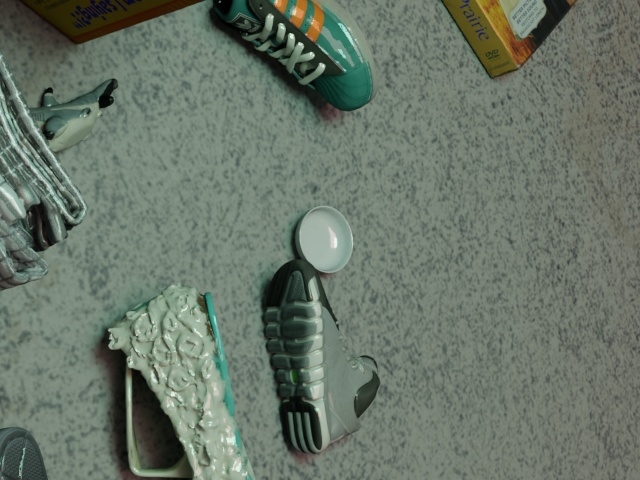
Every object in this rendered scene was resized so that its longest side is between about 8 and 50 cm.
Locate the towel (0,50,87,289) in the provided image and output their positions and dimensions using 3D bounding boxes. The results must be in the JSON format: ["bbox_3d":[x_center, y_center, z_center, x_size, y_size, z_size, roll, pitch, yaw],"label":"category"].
[{"bbox_3d":[-0.350,-0.086,1.046,0.121,0.235,0.284,-44,110,-41],"label":"towel"}]

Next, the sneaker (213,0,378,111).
[{"bbox_3d":[-0.056,-0.264,1.398,0.302,0.108,0.121,52,55,-9],"label":"sneaker"}]

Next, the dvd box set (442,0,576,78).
[{"bbox_3d":[0.230,-0.489,1.687,0.307,0.062,0.420,-48,112,-34],"label":"dvd box set"}]

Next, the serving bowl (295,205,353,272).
[{"bbox_3d":[0.000,0.000,1.439,0.083,0.027,0.083,7,78,-37],"label":"serving bowl"}]

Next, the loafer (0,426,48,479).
[{"bbox_3d":[-0.303,0.328,1.117,0.109,0.095,0.302,-11,94,-69],"label":"loafer"}]

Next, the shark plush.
[{"bbox_3d":[-0.271,-0.140,1.235,0.067,0.073,0.161,41,59,9],"label":"shark plush"}]

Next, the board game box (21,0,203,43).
[{"bbox_3d":[-0.212,-0.452,1.106,0.356,0.356,0.356,38,71,-28],"label":"board game box"}]

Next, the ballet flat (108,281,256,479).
[{"bbox_3d":[-0.130,0.251,1.249,0.147,0.147,0.409,-16,89,-39],"label":"ballet flat"}]

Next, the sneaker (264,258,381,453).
[{"bbox_3d":[0.010,0.129,1.399,0.132,0.086,0.229,-10,98,-44],"label":"sneaker"}]
